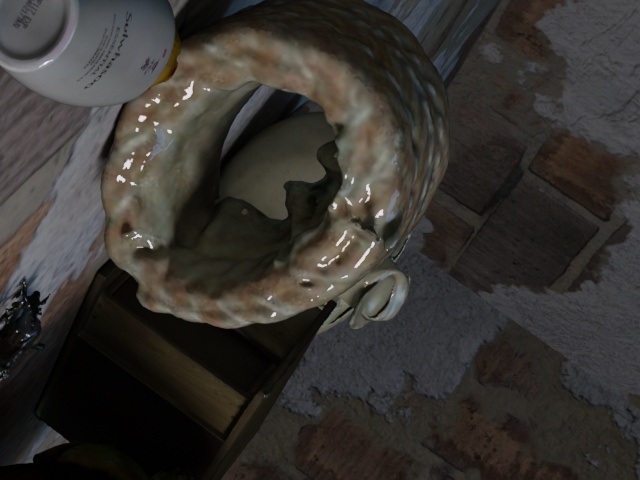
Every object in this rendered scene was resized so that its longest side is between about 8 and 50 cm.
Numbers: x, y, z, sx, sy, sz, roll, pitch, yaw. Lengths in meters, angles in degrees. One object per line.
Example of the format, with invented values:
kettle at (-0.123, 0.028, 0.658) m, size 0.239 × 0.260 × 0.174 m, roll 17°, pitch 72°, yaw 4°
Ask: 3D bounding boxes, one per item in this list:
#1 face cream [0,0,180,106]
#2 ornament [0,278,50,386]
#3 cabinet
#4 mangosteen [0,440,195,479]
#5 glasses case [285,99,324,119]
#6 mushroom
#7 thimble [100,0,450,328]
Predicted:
face cream at (-0.109, -0.098, 0.667) m, size 0.072 × 0.051 × 0.182 m, roll -59°, pitch 176°, yaw 6°
ornament at (-0.216, 0.073, 0.975) m, size 0.073 × 0.028 × 0.125 m, roll -53°, pitch 177°, yaw -29°
cabinet at (-0.120, 0.104, 1.257) m, size 0.148 × 0.175 × 0.215 m, roll -50°, pitch 173°, yaw -46°
mangosteen at (-0.211, 0.302, 1.110) m, size 0.300 × 0.300 × 0.300 m, roll -54°, pitch 175°, yaw -6°
glasses case at (-0.055, -0.060, 1.490) m, size 0.204 × 0.051 × 0.081 m, roll -55°, pitch 173°, yaw 11°
mushroom at (0.000, 0.000, 1.376) m, size 0.246 × 0.202 × 0.246 m, roll -35°, pitch 153°, yaw -21°
thimble at (-0.032, -0.054, 0.935) m, size 0.229 × 0.196 × 0.148 m, roll -24°, pitch -173°, yaw 25°
